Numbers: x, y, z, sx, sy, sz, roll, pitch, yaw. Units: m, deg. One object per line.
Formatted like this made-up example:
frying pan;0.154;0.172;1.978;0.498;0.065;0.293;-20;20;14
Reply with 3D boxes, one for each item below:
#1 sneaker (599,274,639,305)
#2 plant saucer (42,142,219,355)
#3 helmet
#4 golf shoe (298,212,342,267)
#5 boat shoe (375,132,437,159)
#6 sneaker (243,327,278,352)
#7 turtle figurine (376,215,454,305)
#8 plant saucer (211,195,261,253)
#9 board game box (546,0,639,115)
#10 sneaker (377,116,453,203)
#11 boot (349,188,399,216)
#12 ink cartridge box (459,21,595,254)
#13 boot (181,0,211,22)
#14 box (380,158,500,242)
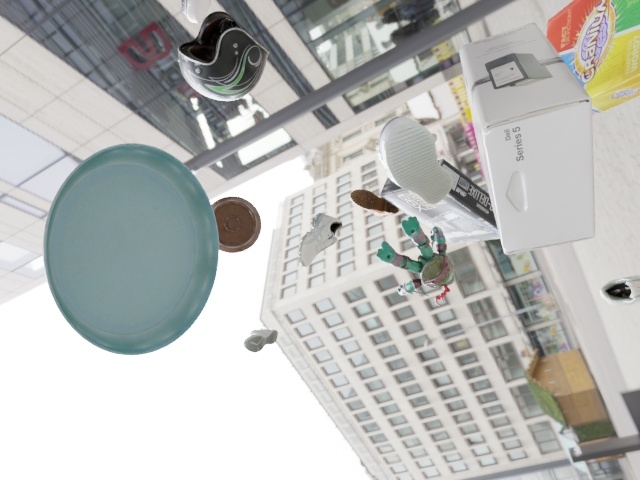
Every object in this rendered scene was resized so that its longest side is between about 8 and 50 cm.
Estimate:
sneaker;0.819;0.119;1.189;0.115;0.232;0.090;4;-112;-46
plant saucer;-0.278;0.013;0.733;0.318;0.044;0.317;3;-93;-61
helmet;-0.206;-0.375;1.002;0.169;0.161;0.169;39;-166;-12
golf shoe;0.000;0.000;1.309;0.176;0.086;0.069;-65;-30;-26
boat shoe;0.312;-0.338;1.725;0.077;0.220;0.070;-72;-29;-60
sneaker;-0.189;0.294;1.419;0.152;0.061;0.053;-2;-76;-64
turtle figurine;0.235;0.048;1.060;0.234;0.175;0.118;35;174;-41
plant saucer;-0.253;-0.047;1.375;0.029;0.169;0.168;155;92;-79
board game box;0.540;-0.370;0.879;0.316;0.064;0.242;157;121;-77
sneaker;0.147;-0.173;0.931;0.161;0.102;0.282;48;-174;31
boot;0.154;-0.108;1.466;0.158;0.085;0.059;18;-104;-14
ink cartridge box;0.276;-0.146;0.655;0.272;0.115;0.198;-79;-30;-49
boot;-0.207;-0.428;0.725;0.069;0.086;0.189;104;176;-86
box;0.361;-0.100;1.355;0.308;0.242;0.076;30;-107;-23
